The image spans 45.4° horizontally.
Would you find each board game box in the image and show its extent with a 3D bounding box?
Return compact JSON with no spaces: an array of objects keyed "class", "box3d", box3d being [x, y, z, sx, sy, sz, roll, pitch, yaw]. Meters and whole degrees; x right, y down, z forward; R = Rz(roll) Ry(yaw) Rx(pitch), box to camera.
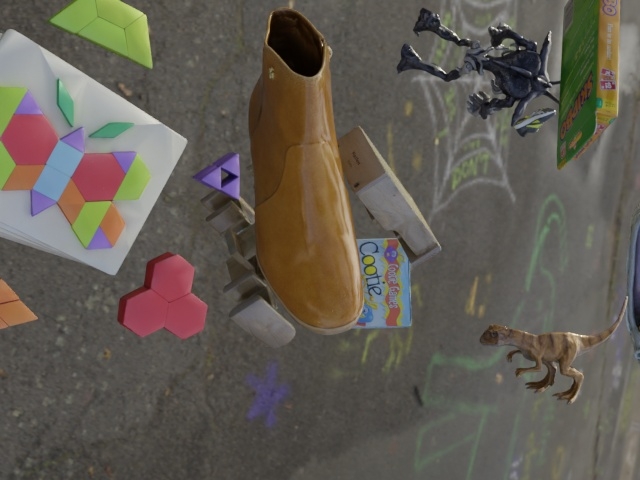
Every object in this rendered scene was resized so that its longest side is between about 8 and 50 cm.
[{"class":"board game box","box3d":[0.341,-0.225,0.976,0.124,0.039,0.259,103,-2,-71]},{"class":"board game box","box3d":[0.080,0.078,1.329,0.275,0.142,0.144,54,35,-84]}]

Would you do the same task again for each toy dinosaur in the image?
[{"class":"toy dinosaur","box3d":[0.300,0.135,0.935,0.211,0.064,0.112,-2,103,-18]}]

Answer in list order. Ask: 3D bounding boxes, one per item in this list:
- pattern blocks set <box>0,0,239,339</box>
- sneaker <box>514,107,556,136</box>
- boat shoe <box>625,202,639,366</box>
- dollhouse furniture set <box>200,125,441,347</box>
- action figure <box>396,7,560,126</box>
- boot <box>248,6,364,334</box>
[{"class":"pattern blocks set","box3d":[-0.210,-0.060,0.612,0.325,0.026,0.285,13,92,-33]},{"class":"sneaker","box3d":[0.417,-0.229,1.479,0.035,0.083,0.031,58,26,-21]},{"class":"boat shoe","box3d":[0.513,0.097,1.150,0.103,0.118,0.320,-26,112,-51]},{"class":"dollhouse furniture set","box3d":[0.000,0.000,0.959,0.242,0.212,0.161,-33,135,11]},{"class":"action figure","box3d":[0.277,-0.291,1.272,0.141,0.276,0.164,-29,141,-78]},{"class":"boot","box3d":[-0.019,-0.075,0.766,0.104,0.295,0.211,-9,144,-13]}]
